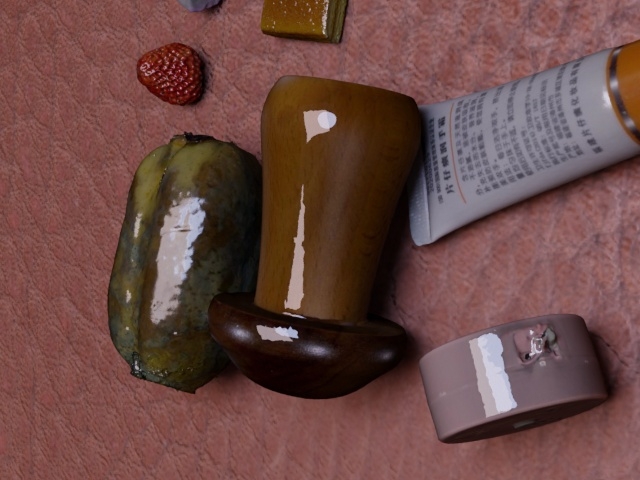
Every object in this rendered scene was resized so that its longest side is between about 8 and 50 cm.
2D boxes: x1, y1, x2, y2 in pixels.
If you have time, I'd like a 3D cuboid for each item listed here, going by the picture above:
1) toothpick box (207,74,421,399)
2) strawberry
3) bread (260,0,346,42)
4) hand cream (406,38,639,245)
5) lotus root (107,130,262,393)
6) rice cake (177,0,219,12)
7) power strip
[{"bbox_3d":[0.000,0.000,1.087,0.192,0.192,0.295,11,94,38],"label":"toothpick box"},{"bbox_3d":[-0.175,-0.192,1.310,0.073,0.083,0.073,-6,83,53],"label":"strawberry"},{"bbox_3d":[-0.015,-0.258,1.218,0.094,0.035,0.090,13,95,37],"label":"bread"},{"bbox_3d":[0.189,-0.090,1.018,0.314,0.089,0.140,-14,74,42],"label":"hand cream"},{"bbox_3d":[-0.132,0.027,1.208,0.151,0.160,0.275,14,93,34],"label":"lotus root"},{"bbox_3d":[-0.057,-0.404,1.248,0.365,0.056,0.073,-51,54,23],"label":"rice cake"},{"bbox_3d":[0.165,0.120,0.977,0.154,0.154,0.078,-25,70,34],"label":"power strip"}]
